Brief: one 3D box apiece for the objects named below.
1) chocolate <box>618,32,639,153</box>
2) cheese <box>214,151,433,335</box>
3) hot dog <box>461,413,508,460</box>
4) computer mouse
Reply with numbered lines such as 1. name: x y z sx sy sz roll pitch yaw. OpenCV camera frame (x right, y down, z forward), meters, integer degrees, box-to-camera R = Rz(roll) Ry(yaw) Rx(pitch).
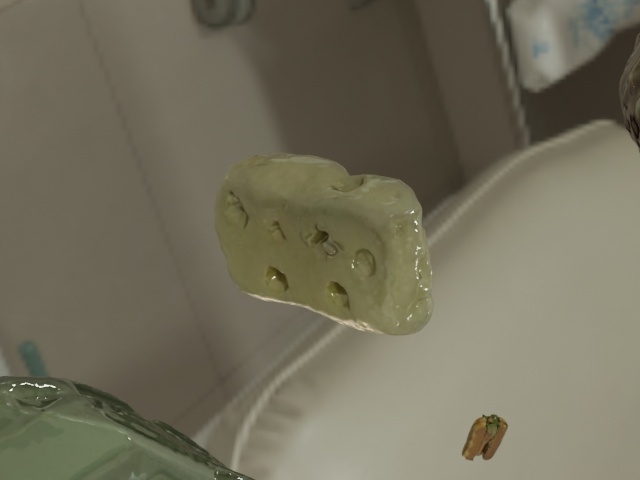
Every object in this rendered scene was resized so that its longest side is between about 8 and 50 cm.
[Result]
1. chocolate: 0.306 -0.067 0.937 0.225 0.340 0.210 23 111 -34
2. cheese: -0.001 0.001 1.640 0.093 0.263 0.159 -23 119 -42
3. hot dog: 0.160 0.192 1.581 0.037 0.083 0.021 2 54 -12
4. computer mouse: -0.163 0.245 1.251 0.429 0.145 0.228 34 88 -38
